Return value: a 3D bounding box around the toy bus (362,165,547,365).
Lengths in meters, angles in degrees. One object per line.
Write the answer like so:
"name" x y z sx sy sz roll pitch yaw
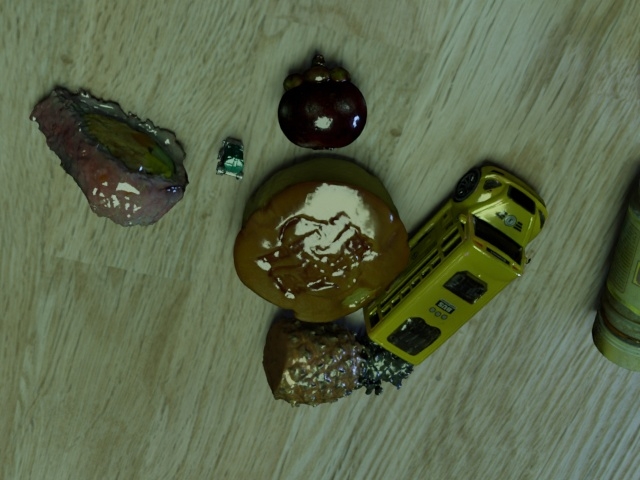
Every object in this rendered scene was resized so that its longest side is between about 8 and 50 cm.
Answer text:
"toy bus" 0.215 0.044 1.729 0.145 0.151 0.331 32 119 -21

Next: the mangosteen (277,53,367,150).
"mangosteen" 0.002 -0.198 1.565 0.140 0.140 0.140 -1 126 -2

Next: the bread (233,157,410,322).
"bread" 0.000 0.000 1.685 0.270 0.148 0.270 -2 126 -2

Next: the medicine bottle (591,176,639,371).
"medicine bottle" 0.545 0.046 1.746 0.151 0.151 0.322 2 126 -4

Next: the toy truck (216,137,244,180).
"toy truck" -0.132 -0.123 1.630 0.039 0.083 0.044 15 117 -14

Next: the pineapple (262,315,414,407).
"pineapple" 0.046 0.207 1.861 0.279 0.158 0.158 4 127 -22

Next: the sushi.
"sushi" -0.310 -0.112 1.577 0.241 0.161 0.107 27 122 -22
